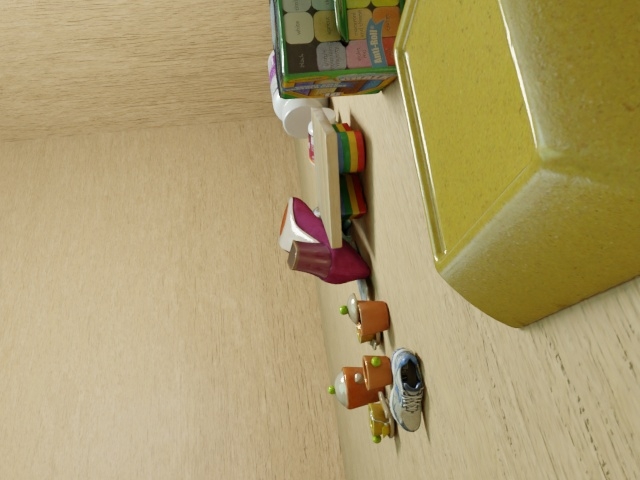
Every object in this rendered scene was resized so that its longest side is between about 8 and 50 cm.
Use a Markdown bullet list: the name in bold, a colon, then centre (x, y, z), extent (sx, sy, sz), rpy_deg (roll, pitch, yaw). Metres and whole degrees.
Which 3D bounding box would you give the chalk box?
- **chalk box**: centre (0.023, -0.319, 0.861), extent (0.289, 0.179, 0.180), rpy_deg (-137, 42, -81)

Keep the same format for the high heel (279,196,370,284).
- **high heel**: centre (0.000, 0.000, 1.465), extent (0.377, 0.182, 0.127), rpy_deg (-104, 29, -61)

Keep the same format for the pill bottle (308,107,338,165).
- **pill bottle**: centre (0.010, -0.280, 1.605), extent (0.086, 0.086, 0.151), rpy_deg (-101, 7, -45)

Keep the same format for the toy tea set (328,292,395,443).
- **toy tea set**: centre (0.077, 0.260, 1.264), extent (0.200, 0.125, 0.335), rpy_deg (-111, 16, -73)

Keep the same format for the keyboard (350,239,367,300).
- **keyboard**: centre (0.094, 0.084, 1.435), extent (0.256, 0.014, 0.072), rpy_deg (-98, 1, -65)

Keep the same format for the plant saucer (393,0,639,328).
- **plant saucer**: centre (0.128, -0.118, 0.438), extent (0.333, 0.081, 0.332), rpy_deg (98, 165, -72)

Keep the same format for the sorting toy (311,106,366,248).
- **sorting toy**: centre (0.044, -0.152, 1.337), extent (0.255, 0.090, 0.256), rpy_deg (-106, 12, -64)

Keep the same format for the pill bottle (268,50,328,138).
- **pill bottle**: centre (-0.065, -0.453, 1.781), extent (0.169, 0.170, 0.301), rpy_deg (90, 172, -52)

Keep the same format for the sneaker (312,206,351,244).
- **sneaker**: centre (0.038, -0.032, 1.596), extent (0.122, 0.110, 0.283), rpy_deg (-59, 22, 23)

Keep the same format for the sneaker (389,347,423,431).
- **sneaker**: centre (0.140, 0.243, 0.948), extent (0.058, 0.052, 0.135), rpy_deg (160, 104, -81)
